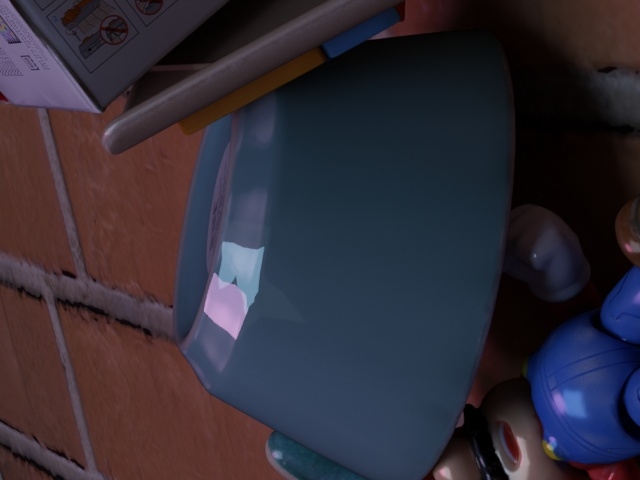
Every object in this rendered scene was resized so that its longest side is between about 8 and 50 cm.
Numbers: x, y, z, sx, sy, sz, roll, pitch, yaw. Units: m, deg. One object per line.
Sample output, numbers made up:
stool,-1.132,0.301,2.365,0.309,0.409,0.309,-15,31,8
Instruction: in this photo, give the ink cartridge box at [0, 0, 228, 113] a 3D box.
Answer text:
ink cartridge box,-0.114,-0.231,1.307,0.130,0.309,0.272,52,163,-19

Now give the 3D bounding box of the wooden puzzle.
wooden puzzle,-0.021,-0.142,1.226,0.044,0.221,0.239,58,-161,-18

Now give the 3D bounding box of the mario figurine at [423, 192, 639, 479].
mario figurine,0.141,0.108,1.175,0.170,0.198,0.320,27,142,-4

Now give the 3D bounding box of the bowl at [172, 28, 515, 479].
bowl,0.000,0.000,1.271,0.311,0.163,0.311,-170,90,-79

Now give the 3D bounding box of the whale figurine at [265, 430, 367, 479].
whale figurine,0.082,0.218,1.368,0.272,0.216,0.141,55,133,8
